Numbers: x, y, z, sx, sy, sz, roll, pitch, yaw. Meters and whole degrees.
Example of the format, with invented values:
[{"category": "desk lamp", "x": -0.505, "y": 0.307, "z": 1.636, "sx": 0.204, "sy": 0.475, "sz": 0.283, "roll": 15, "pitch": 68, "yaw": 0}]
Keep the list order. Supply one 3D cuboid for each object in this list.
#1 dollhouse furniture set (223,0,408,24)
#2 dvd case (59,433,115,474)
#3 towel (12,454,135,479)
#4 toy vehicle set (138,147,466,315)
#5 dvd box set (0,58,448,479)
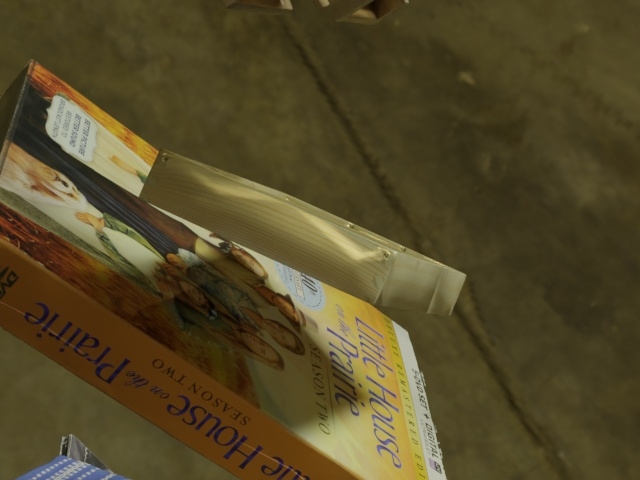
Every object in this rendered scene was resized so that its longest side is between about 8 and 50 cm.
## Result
[{"category": "dollhouse furniture set", "x": 0.040, "y": -0.220, "z": 0.832, "sx": 0.161, "sy": 0.182, "sz": 0.101, "roll": -5, "pitch": 72, "yaw": -54}, {"category": "dvd case", "x": -0.238, "y": 0.339, "z": 1.466, "sx": 0.164, "sy": 0.018, "sz": 0.221, "roll": 56, "pitch": 26, "yaw": -45}, {"category": "towel", "x": -0.169, "y": 0.259, "z": 1.184, "sx": 0.336, "sy": 0.040, "sz": 0.243, "roll": 11, "pitch": 16, "yaw": 28}, {"category": "toy vehicle set", "x": 0.000, "y": 0.000, "z": 0.961, "sx": 0.166, "sy": 0.035, "sz": 0.267, "roll": 24, "pitch": 2, "yaw": 16}, {"category": "dvd box set", "x": -0.083, "y": 0.055, "z": 1.067, "sx": 0.420, "sy": 0.062, "sz": 0.307, "roll": 37, "pitch": 19, "yaw": -20}]
